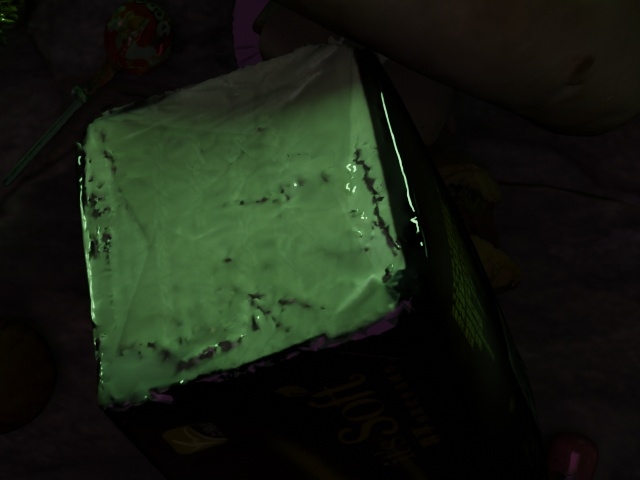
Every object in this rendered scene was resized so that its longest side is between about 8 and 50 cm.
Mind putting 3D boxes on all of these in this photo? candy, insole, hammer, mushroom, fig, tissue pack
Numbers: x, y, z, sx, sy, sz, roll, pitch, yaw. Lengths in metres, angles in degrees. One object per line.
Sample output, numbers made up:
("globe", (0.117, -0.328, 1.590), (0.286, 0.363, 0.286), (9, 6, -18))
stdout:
("candy", (-0.177, -0.106, 1.246), (0.184, 0.049, 0.055), (-45, 62, 15))
("insole", (-0.029, -0.118, 1.244), (0.053, 0.002, 0.153), (-20, 95, 7))
("hammer", (0.181, 0.184, 1.245), (0.043, 0.043, 0.083), (14, 97, 3))
("mushroom", (0.051, -0.171, 1.053), (0.362, 0.362, 0.295), (28, 104, 1))
("fig", (-0.246, 0.106, 1.230), (0.088, 0.125, 0.089), (2, 101, 8))
("tissue pack", (0.015, 0.076, 1.019), (0.198, 0.370, 0.210), (-20, 53, 8))

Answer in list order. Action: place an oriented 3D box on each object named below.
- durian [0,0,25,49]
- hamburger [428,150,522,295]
("durian", (-0.291, -0.248, 1.125), (0.224, 0.291, 0.291), (-24, 95, 11))
("hamburger", (0.000, 0.000, 1.192), (0.262, 0.131, 0.124), (-15, 71, 9))
